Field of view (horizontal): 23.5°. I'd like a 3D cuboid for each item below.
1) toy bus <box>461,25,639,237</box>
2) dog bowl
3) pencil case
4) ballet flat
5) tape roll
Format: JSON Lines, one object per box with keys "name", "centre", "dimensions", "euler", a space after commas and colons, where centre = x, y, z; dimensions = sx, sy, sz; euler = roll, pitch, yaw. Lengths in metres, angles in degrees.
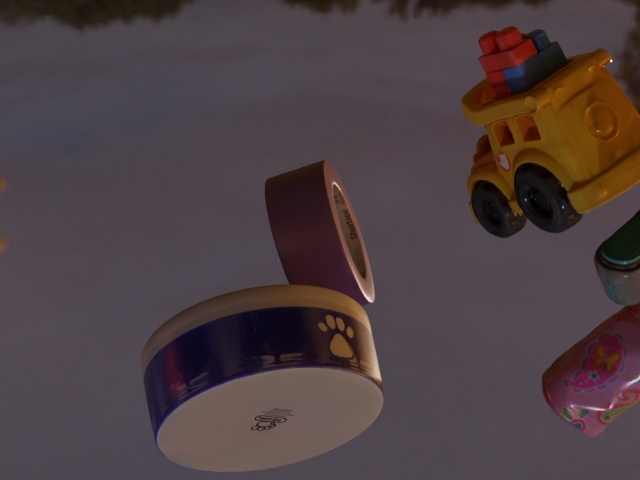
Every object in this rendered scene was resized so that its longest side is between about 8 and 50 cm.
{"name": "toy bus", "centre": [0.220, -0.125, 1.606], "dimensions": [0.149, 0.211, 0.220], "euler": [-36, -169, -25]}
{"name": "dog bowl", "centre": [-0.065, 0.160, 1.731], "dimensions": [0.265, 0.265, 0.104], "euler": [-4, -122, -15]}
{"name": "pencil case", "centre": [0.432, 0.151, 2.081], "dimensions": [0.284, 0.124, 0.124], "euler": [-42, 179, 23]}
{"name": "ballet flat", "centre": [0.337, -0.017, 1.441], "dimensions": [0.213, 0.068, 0.072], "euler": [-39, -138, -20]}
{"name": "tape roll", "centre": [0.000, 0.000, 1.913], "dimensions": [0.080, 0.189, 0.189], "euler": [-19, -168, 10]}
